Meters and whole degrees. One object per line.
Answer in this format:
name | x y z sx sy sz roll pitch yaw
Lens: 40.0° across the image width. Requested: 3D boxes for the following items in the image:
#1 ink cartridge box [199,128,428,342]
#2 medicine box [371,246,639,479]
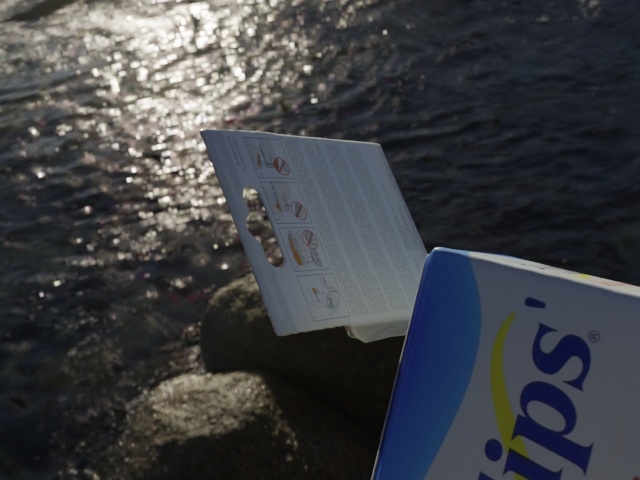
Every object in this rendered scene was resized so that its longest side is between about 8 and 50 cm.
ink cartridge box | 0.000 0.000 0.596 0.179 0.045 0.145 -3 65 -46
medicine box | 0.183 0.163 0.483 0.289 0.264 0.149 14 3 28
